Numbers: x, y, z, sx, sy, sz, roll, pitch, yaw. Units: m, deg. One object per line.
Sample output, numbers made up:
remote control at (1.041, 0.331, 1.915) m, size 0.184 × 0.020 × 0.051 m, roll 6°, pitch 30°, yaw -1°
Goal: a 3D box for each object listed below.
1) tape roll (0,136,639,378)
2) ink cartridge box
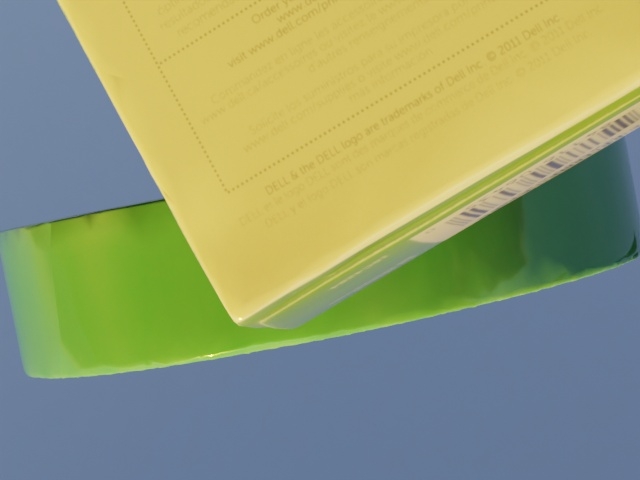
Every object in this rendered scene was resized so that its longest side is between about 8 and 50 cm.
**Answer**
tape roll at (0.000, 0.000, 0.972) m, size 0.321 × 0.321 × 0.077 m, roll -10°, pitch -87°, yaw 25°
ink cartridge box at (-0.015, -0.097, 0.414) m, size 0.109 × 0.062 × 0.209 m, roll -31°, pitch -98°, yaw 12°
